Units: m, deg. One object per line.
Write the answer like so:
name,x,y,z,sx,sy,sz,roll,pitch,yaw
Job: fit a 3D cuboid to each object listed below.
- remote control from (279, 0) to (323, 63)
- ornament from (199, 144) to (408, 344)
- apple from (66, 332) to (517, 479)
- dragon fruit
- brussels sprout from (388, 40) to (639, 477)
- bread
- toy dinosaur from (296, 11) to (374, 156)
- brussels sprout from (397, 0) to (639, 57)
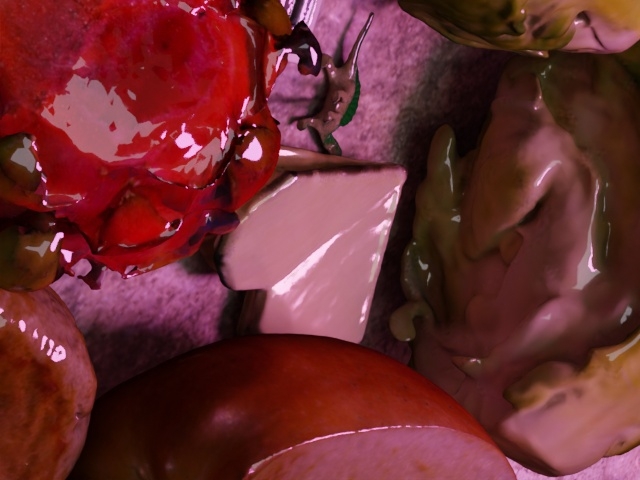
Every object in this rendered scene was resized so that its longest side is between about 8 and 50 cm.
remote control,-0.018,-0.262,0.998,0.103,0.055,0.277,8,103,-46
ornament,0.000,0.000,1.140,0.180,0.059,0.201,-40,136,-17
apple,-0.039,0.228,1.056,0.365,0.295,0.329,42,53,-50
dragon fruit,-0.127,-0.073,0.852,0.227,0.243,0.307,-45,136,-5
brussels sprout,0.243,0.018,1.231,0.315,0.276,0.371,27,90,-44
bread,-0.253,0.094,0.887,0.230,0.123,0.230,-19,129,-24
toy dinosaur,0.018,-0.116,1.134,0.060,0.029,0.120,17,92,-63
brussels sprout,0.142,-0.218,1.070,0.223,0.223,0.161,14,83,-47
